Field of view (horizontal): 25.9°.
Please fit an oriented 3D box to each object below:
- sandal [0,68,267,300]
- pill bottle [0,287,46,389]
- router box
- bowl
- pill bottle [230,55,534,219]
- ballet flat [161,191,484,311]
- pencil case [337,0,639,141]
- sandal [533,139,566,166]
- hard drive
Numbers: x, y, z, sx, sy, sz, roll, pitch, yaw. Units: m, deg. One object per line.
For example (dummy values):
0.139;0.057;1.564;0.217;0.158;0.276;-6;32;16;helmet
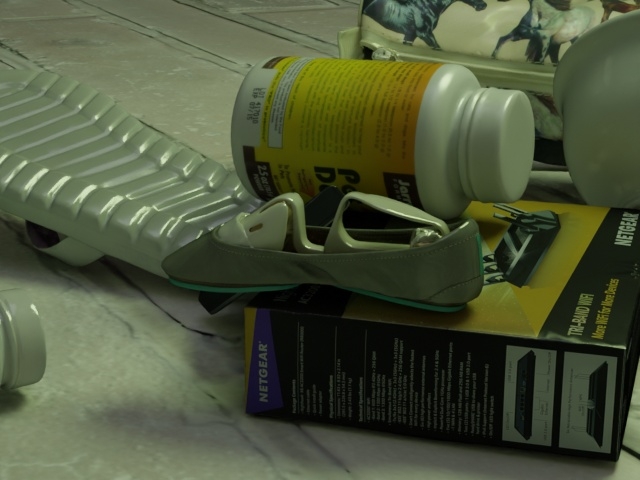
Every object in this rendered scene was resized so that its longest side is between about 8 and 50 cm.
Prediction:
-0.196;-0.032;1.218;0.416;0.102;0.169;28;44;30;sandal
-0.251;0.074;0.889;0.137;0.078;0.078;-10;21;-33;pill bottle
0.108;0.045;0.996;0.243;0.081;0.309;5;18;15;router box
0.328;-0.056;1.152;0.298;0.134;0.298;14;-24;6;bowl
0.048;-0.078;1.058;0.215;0.117;0.117;6;18;26;pill bottle
0.000;0.000;0.886;0.213;0.068;0.072;5;19;16;ballet flat
0.228;-0.167;1.354;0.410;0.160;0.183;10;29;24;pencil case
0.386;-0.145;1.463;0.445;0.168;0.107;5;15;7;sandal
-0.038;0.009;1.024;0.094;0.022;0.135;-41;3;-21;hard drive
